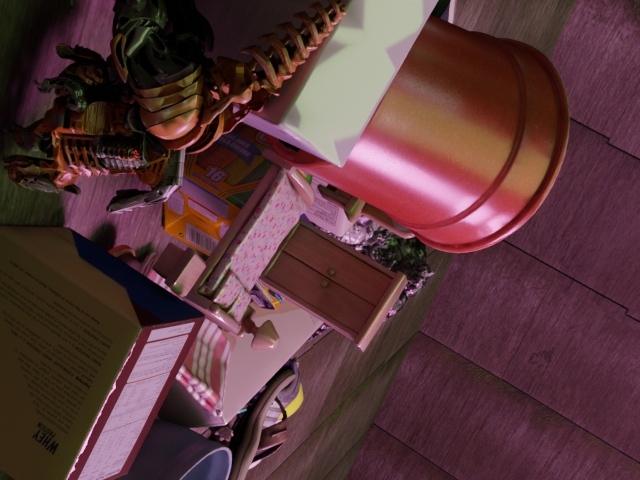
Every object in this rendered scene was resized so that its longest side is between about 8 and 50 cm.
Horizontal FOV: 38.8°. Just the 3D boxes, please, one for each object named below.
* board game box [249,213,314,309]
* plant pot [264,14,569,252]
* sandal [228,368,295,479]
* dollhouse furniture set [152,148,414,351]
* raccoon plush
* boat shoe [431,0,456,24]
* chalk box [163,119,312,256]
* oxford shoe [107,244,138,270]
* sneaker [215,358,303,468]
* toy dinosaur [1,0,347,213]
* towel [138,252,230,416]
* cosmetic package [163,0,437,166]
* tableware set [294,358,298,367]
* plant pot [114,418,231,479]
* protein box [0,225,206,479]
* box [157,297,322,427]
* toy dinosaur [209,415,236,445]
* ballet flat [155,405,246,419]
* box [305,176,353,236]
[{"bbox_3d":[-0.085,-0.005,1.344,0.141,0.048,0.170,-52,120,-25],"label":"board game box"},{"bbox_3d":[0.093,-0.146,1.032,0.265,0.272,0.273,16,106,-41],"label":"plant pot"},{"bbox_3d":[-0.112,0.368,1.649,0.120,0.086,0.303,-51,-169,51],"label":"sandal"},{"bbox_3d":[0.000,0.000,1.094,0.303,0.173,0.355,-57,164,-9],"label":"dollhouse furniture set"},{"bbox_3d":[-0.008,0.030,1.710,0.446,0.299,0.216,-33,-167,25],"label":"raccoon plush"},{"bbox_3d":[0.095,-0.334,1.175,0.156,0.187,0.500,-44,178,-15],"label":"boat shoe"},{"bbox_3d":[-0.093,-0.085,1.213,0.213,0.132,0.132,-48,160,-39],"label":"chalk box"},{"bbox_3d":[-0.279,0.135,1.094,0.271,0.098,0.097,-61,164,3],"label":"oxford shoe"},{"bbox_3d":[-0.136,0.362,1.927,0.300,0.111,0.121,-52,152,-44],"label":"sneaker"},{"bbox_3d":[-0.138,-0.146,0.802,0.321,0.219,0.164,-15,173,-5],"label":"toy dinosaur"},{"bbox_3d":[-0.178,0.124,1.195,0.029,0.197,0.144,-28,-151,17],"label":"towel"},{"bbox_3d":[0.007,-0.288,0.902,0.097,0.284,0.377,29,91,-42],"label":"cosmetic package"},{"bbox_3d":[-0.100,0.364,2.147,0.141,0.020,0.169,-46,157,-45],"label":"tableware set"},{"bbox_3d":[-0.290,0.367,1.285,0.293,0.196,0.293,-52,163,-24],"label":"plant pot"},{"bbox_3d":[-0.265,0.119,0.929,0.201,0.199,0.136,-62,162,9],"label":"protein box"},{"bbox_3d":[-0.130,0.152,1.421,0.311,0.148,0.121,-43,112,-47],"label":"box"},{"bbox_3d":[-0.150,0.242,1.590,0.314,0.121,0.160,-58,-171,20],"label":"toy dinosaur"},{"bbox_3d":[-0.232,0.282,1.481,0.230,0.077,0.077,-23,174,1],"label":"ballet flat"},{"bbox_3d":[0.019,-0.148,1.404,0.127,0.148,0.232,-48,160,-38],"label":"box"}]
